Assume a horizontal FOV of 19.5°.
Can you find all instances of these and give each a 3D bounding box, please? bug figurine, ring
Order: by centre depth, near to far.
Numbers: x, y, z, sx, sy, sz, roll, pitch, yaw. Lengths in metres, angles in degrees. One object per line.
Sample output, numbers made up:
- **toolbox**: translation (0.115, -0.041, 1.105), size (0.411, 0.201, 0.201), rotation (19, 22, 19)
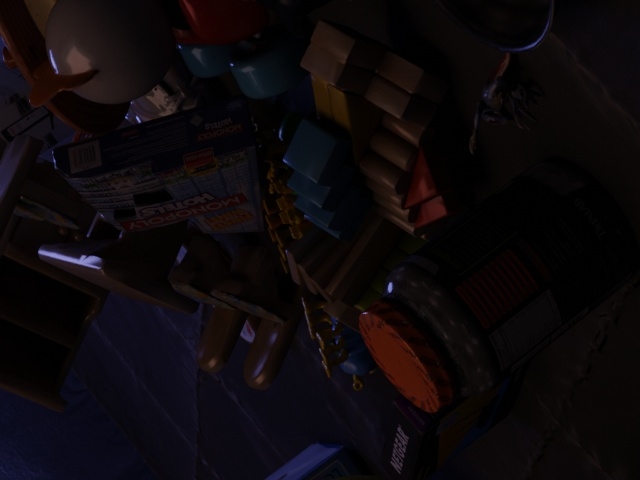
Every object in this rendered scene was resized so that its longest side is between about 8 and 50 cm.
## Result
- **ring**: translation (-0.259, -0.259, 1.753), size (0.336, 0.032, 0.336), rotation (-13, -90, -74)
- **bug figurine**: translation (0.000, 0.000, 1.772), size (0.279, 0.072, 0.216), rotation (-113, 9, -57)

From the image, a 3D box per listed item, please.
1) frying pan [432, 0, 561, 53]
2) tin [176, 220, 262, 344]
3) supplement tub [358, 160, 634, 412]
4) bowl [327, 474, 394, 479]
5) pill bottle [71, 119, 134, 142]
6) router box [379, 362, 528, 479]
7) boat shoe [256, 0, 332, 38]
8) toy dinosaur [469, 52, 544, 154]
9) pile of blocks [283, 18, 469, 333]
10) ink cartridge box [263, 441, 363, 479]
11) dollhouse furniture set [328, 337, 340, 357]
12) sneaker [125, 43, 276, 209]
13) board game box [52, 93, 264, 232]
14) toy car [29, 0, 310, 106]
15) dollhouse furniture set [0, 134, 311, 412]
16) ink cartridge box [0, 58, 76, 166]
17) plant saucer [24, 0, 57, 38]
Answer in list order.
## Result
- **frying pan**: translation (0.060, -0.267, 1.218), size (0.326, 0.053, 0.197), rotation (57, 163, -3)
- **tin**: translation (-0.124, 0.056, 2.342), size (0.189, 0.040, 0.106), rotation (46, 165, 24)
- **supplement tub**: translation (0.128, 0.036, 1.379), size (0.117, 0.190, 0.117), rotation (48, 162, 21)
- **bowl**: translation (0.106, 0.368, 2.130), size (0.289, 0.156, 0.289), rotation (46, 161, 21)
- **pill bottle**: translation (-0.215, -0.101, 2.155), size (0.108, 0.108, 0.193), rotation (58, 162, -14)
- **router box**: translation (0.123, 0.154, 1.717), size (0.046, 0.133, 0.179), rotation (49, 163, 18)
- **boat shoe**: translation (-0.047, -0.287, 1.375), size (0.158, 0.127, 0.340), rotation (39, 166, 21)
- **toy dinosaur**: translation (0.135, -0.108, 1.379), size (0.082, 0.047, 0.090), rotation (-157, 67, -74)
- **pile of blocks**: translation (0.057, -0.018, 1.539), size (0.112, 0.149, 0.362), rotation (34, 155, 35)
- **ink cartridge box**: translation (0.019, 0.495, 2.407), size (0.395, 0.270, 0.151), rotation (56, 168, -7)
- **dollhouse furniture set**: translation (0.063, 0.103, 1.900), size (0.076, 0.058, 0.152), rotation (57, 163, -13)
- **sneaker**: translation (-0.143, -0.133, 1.937), size (0.262, 0.099, 0.121), rotation (46, 157, 22)
- **board game box**: translation (-0.132, -0.053, 1.799), size (0.194, 0.194, 0.060), rotation (54, -157, -64)
- **toy car**: translation (-0.170, -0.197, 1.635), size (0.210, 0.238, 0.219), rotation (26, 148, 56)
- **dollhouse furniture set**: translation (-0.276, 0.068, 2.119), size (0.362, 0.256, 0.394), rotation (26, 173, -25)
- **ink cartridge box**: translation (-0.389, -0.160, 2.336), size (0.148, 0.203, 0.086), rotation (28, 149, 55)
- **plant saucer**: translation (-0.342, -0.348, 2.067), size (0.333, 0.081, 0.333), rotation (51, 163, 8)
